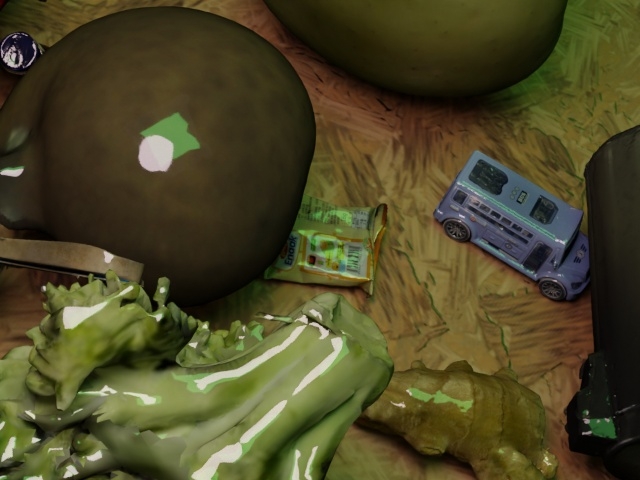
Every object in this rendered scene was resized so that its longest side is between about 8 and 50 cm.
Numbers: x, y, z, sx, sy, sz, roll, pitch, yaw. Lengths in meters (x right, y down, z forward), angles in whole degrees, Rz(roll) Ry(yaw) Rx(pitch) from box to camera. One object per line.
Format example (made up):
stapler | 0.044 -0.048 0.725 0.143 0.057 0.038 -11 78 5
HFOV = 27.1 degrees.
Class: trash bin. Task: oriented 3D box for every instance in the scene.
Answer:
trash bin | 0.345 0.056 1.211 0.252 0.203 0.301 1 64 0

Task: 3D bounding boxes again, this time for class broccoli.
broccoli | -0.069 0.157 0.945 0.293 0.281 0.348 50 15 12

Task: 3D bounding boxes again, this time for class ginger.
ginger | 0.130 0.153 1.175 0.205 0.081 0.115 31 85 -7

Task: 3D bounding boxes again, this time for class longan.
longan | -0.143 -0.070 1.129 0.300 0.243 0.300 -6 24 2

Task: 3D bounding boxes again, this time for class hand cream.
hand cream | -0.275 -0.175 1.238 0.062 0.163 0.039 10 97 -8

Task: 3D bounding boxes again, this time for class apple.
apple | 0.102 -0.315 1.319 0.357 0.357 0.357 9 55 -13

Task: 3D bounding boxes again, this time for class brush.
brush | -0.249 0.025 1.032 0.070 0.327 0.065 24 77 -42

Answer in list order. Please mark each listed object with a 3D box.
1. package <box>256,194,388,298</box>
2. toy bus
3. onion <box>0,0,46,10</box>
package | 0.002 0.000 1.265 0.121 0.031 0.108 10 54 -6
toy bus | 0.201 -0.015 1.313 0.167 0.076 0.073 31 53 4
onion | -0.404 -0.265 1.136 0.341 0.341 0.341 9 55 -13
